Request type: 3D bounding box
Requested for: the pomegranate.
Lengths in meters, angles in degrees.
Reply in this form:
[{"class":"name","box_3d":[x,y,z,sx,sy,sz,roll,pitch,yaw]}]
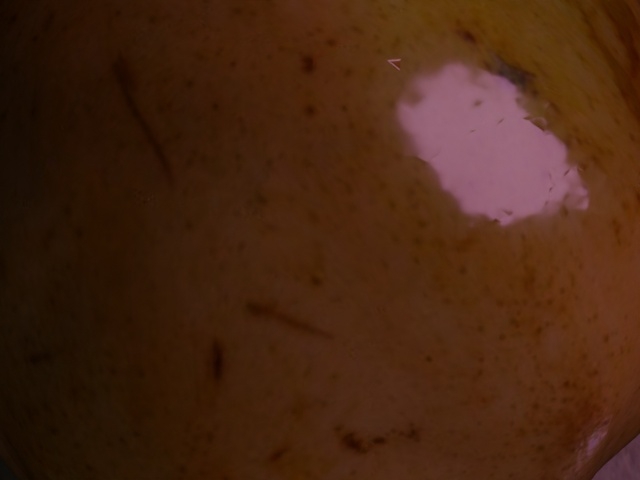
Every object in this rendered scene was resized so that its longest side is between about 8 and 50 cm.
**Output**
[{"class":"pomegranate","box_3d":[0.000,0.000,0.541,0.264,0.264,0.264,26,57,-47]}]
